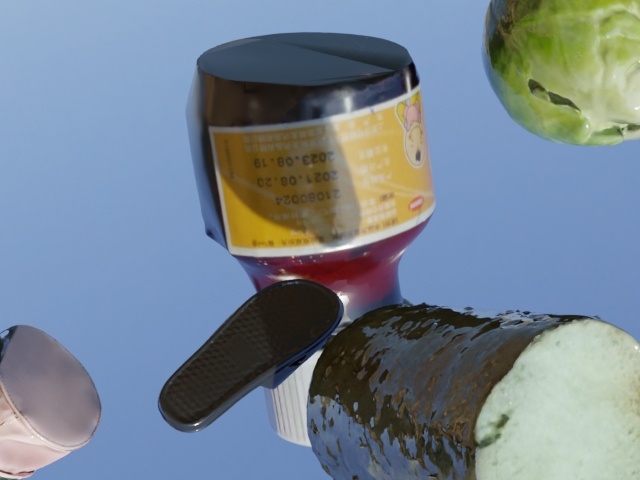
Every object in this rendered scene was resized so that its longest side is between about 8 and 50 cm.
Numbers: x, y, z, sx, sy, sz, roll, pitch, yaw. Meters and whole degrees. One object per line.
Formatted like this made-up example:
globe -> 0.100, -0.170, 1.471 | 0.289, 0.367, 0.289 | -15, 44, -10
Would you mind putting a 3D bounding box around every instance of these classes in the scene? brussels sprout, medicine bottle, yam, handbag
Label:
brussels sprout -> 0.282, -0.208, 1.711 | 0.244, 0.244, 0.244 | -16, -157, 7
medicine bottle -> 0.000, 0.000, 1.621 | 0.242, 0.395, 0.242 | -6, -159, 2
yam -> 0.107, 0.121, 1.082 | 0.161, 0.161, 0.268 | -28, -172, -20
handbag -> -0.374, 0.200, 1.984 | 0.116, 0.179, 0.205 | -39, -163, 19

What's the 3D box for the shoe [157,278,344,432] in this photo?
shoe -> -0.053, 0.089, 1.194 | 0.159, 0.053, 0.062 | -38, -113, -21
